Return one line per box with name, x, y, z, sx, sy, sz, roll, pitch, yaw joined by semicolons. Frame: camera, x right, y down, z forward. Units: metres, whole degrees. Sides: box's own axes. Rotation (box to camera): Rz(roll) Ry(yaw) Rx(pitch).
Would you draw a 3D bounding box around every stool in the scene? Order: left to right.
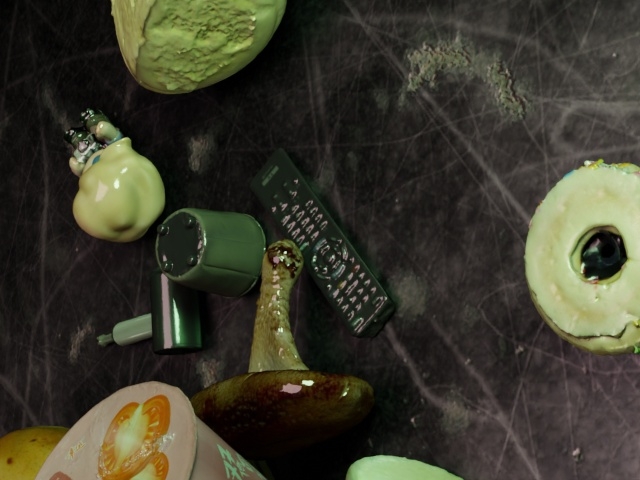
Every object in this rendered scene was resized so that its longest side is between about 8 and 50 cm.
stool;-0.121;0.011;1.610;0.096;0.110;0.096;-11;74;41

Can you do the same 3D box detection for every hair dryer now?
hair dryer;-0.211;0.096;1.733;0.198;0.057;0.100;-20;70;46

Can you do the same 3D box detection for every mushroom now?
mushroom;-0.051;0.110;1.527;0.227;0.148;0.217;-20;63;30

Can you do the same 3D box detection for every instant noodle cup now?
instant noodle cup;-0.134;0.295;1.423;0.243;0.231;0.243;-31;36;26

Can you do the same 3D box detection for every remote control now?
remote control;0.000;0.000;1.557;0.063;0.025;0.245;-52;53;25

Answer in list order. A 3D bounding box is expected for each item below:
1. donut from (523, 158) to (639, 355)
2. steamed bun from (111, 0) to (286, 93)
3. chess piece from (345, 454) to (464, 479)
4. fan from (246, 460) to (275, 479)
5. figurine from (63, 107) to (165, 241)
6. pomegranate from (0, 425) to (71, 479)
donut;0.258;0.016;1.284;0.175;0.068;0.174;-6;81;40
steamed bun;-0.131;-0.309;1.614;0.273;0.166;0.232;118;145;-50
chess piece;0.057;0.346;1.393;0.144;0.144;0.251;33;113;41
fan;-0.188;0.309;1.569;0.335;0.011;0.229;-42;85;-10
figurine;-0.256;-0.086;1.761;0.114;0.108;0.196;-41;51;14
pomegranate;-0.307;0.314;1.675;0.233;0.233;0.233;-6;81;43
